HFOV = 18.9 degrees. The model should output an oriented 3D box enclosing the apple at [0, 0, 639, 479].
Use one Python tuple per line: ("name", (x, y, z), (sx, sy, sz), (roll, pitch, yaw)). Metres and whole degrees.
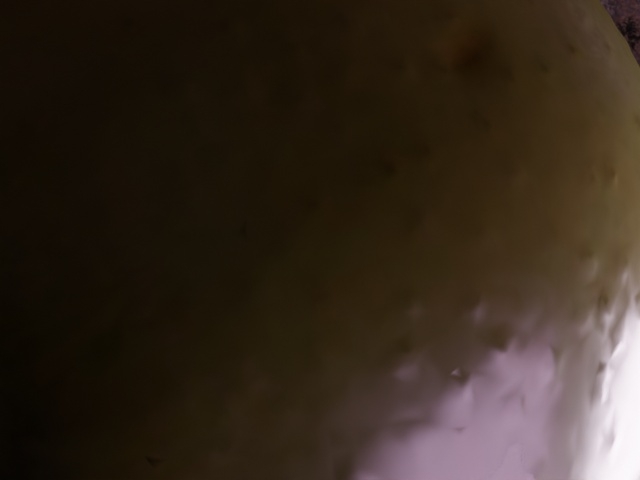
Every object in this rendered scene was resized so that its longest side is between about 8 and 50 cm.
("apple", (-0.074, 0.037, 0.870), (0.474, 0.473, 0.473), (-54, 173, -10))
